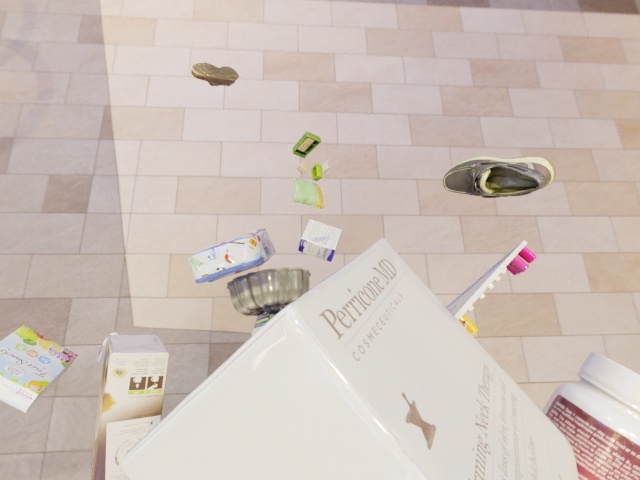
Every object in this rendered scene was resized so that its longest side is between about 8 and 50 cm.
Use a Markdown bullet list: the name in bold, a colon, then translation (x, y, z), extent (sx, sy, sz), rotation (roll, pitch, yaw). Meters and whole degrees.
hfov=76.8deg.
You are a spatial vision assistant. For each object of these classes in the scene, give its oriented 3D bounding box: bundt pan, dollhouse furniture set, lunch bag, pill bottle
- **bundt pan**: translation (-0.187, 0.209, 1.547), extent (0.330, 0.331, 0.124), rotation (-9, 72, -7)
- **dollhouse furniture set**: translation (-0.018, -0.142, 0.822), extent (0.076, 0.058, 0.152), rotation (15, 53, -36)
- **lunch bag**: translation (-0.283, 0.051, 1.309), extent (0.243, 0.303, 0.115), rotation (-20, 92, 5)
- **pill bottle**: translation (0.588, 0.463, 0.883), extent (0.224, 0.224, 0.392), rotation (31, 93, 7)

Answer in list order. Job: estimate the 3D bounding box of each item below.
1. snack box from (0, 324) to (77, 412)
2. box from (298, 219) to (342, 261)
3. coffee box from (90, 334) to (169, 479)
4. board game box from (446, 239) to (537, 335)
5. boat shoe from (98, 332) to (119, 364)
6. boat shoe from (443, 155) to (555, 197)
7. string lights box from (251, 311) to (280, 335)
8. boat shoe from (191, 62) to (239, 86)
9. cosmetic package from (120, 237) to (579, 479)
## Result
- **snack box**: translation (-0.799, 0.339, 1.091), extent (0.174, 0.207, 0.070), rotation (35, 99, -13)
- **box**: translation (0.000, 0.000, 1.542), extent (0.137, 0.072, 0.126), rotation (19, 43, 3)
- **coffee box**: translation (-0.354, 0.311, 0.743), extent (0.098, 0.141, 0.247), rotation (8, 87, -29)
- **board game box**: translation (0.278, 0.201, 0.910), extent (0.390, 0.390, 0.050), rotation (-29, 68, -40)
- **boat shoe**: translation (-0.778, 0.388, 1.474), extent (0.142, 0.049, 0.040), rotation (-60, 41, 13)
- **boat shoe**: translation (0.343, -0.126, 0.815), extent (0.073, 0.223, 0.080), rotation (-28, 113, -39)
- **string lights box**: translation (-0.193, 0.304, 1.734), extent (0.133, 0.077, 0.260), rotation (-24, 33, 27)
- **boat shoe**: translation (-0.342, -0.525, 1.301), extent (0.064, 0.060, 0.178), rotation (53, 36, 11)
- **cosmetic package**: translation (0.057, 0.269, 0.508), extent (0.394, 0.329, 0.327), rotation (49, 115, 8)
